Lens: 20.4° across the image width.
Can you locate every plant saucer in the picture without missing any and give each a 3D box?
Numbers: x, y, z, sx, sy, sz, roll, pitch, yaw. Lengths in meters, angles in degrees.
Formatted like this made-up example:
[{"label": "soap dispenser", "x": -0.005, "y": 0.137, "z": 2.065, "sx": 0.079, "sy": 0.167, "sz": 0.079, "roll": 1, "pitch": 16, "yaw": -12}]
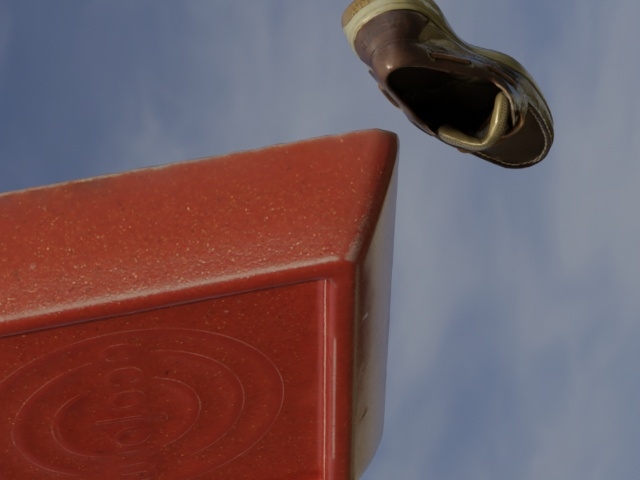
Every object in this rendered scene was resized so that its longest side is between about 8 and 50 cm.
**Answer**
[{"label": "plant saucer", "x": -0.088, "y": 0.068, "z": 0.803, "sx": 0.259, "sy": 0.047, "sz": 0.258, "roll": -11, "pitch": -36, "yaw": -8}]

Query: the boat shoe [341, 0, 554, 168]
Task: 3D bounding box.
[{"label": "boat shoe", "x": 0.148, "y": -0.138, "z": 1.838, "sx": 0.123, "sy": 0.123, "sz": 0.342, "roll": -32, "pitch": -37, "yaw": 17}]
